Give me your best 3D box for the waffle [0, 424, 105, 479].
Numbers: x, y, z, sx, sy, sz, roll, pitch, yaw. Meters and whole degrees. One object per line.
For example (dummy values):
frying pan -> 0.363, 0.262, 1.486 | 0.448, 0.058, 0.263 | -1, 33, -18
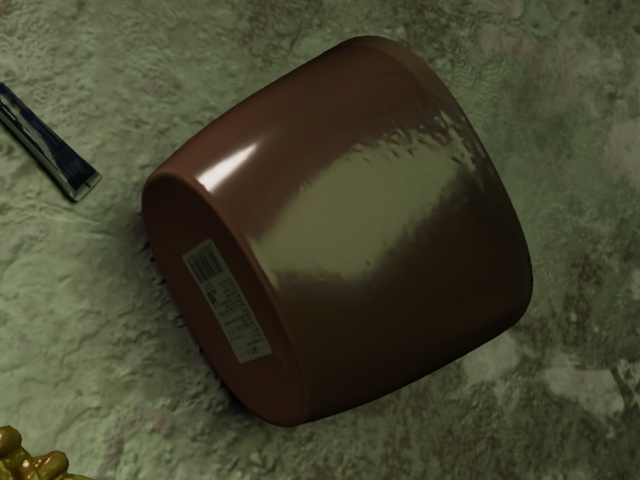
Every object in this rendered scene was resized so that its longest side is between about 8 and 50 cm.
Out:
waffle -> -0.286, 0.277, 0.984 | 0.309, 0.065, 0.283 | 11, 69, -23

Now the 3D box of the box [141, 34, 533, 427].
box -> 0.000, 0.000, 1.099 | 0.216, 0.301, 0.301 | -27, 91, -24

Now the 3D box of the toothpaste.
toothpaste -> -0.247, -0.092, 1.127 | 0.140, 0.021, 0.037 | 47, 59, -12
